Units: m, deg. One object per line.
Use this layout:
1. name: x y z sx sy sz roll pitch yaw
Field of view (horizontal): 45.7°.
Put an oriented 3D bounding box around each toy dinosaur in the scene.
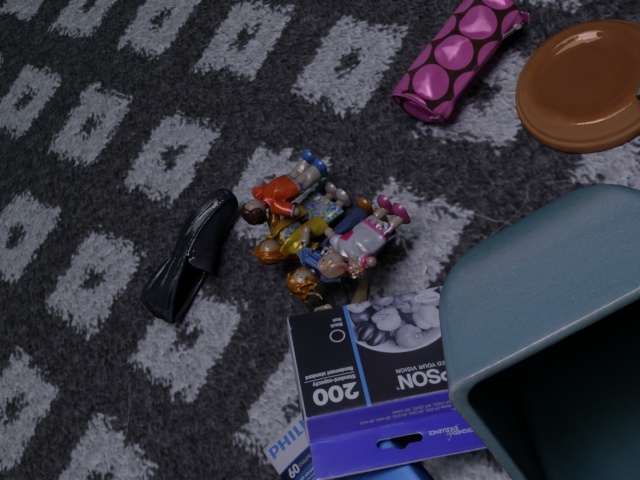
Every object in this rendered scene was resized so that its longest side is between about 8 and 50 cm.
1. toy dinosaur: 0.040 0.111 1.007 0.092 0.053 0.183 -4 58 10

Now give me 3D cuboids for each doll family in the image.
1. doll family: 0.000 0.000 1.041 0.163 0.118 0.263 -42 47 -17

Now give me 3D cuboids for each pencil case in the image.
1. pencil case: 0.197 -0.257 1.069 0.098 0.095 0.209 37 90 22

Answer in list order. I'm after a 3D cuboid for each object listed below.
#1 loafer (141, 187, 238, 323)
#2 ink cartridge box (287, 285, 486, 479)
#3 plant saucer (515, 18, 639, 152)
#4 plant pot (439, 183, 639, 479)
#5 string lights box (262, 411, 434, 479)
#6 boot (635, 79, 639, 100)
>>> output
1. loafer: -0.187 0.025 1.163 0.078 0.076 0.223 32 89 32
2. ink cartridge box: 0.075 0.160 0.887 0.206 0.045 0.208 -11 48 -4
3. plant saucer: 0.349 -0.208 0.984 0.200 0.037 0.200 -14 60 25
4. plant pot: 0.262 0.087 0.756 0.248 0.247 0.252 -31 28 13
5. string lights box: 0.060 0.297 0.872 0.133 0.077 0.260 -45 52 3
6. boot: 0.488 -0.224 0.885 0.213 0.077 0.165 9 81 16
